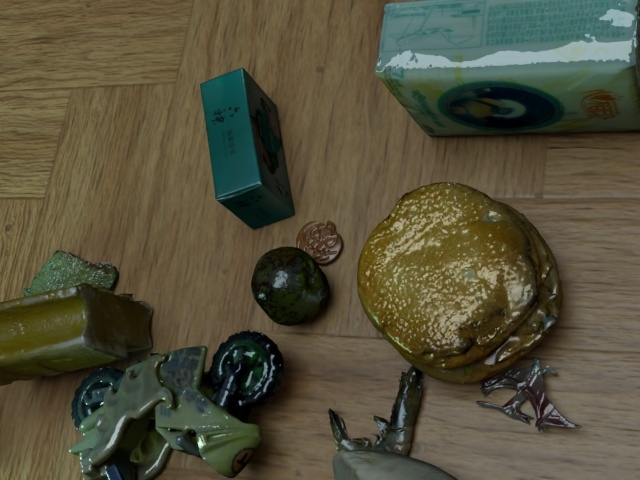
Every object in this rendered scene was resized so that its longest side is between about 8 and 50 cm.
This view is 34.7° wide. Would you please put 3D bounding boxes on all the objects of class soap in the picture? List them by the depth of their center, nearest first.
[{"bbox_3d":[-0.472,0.163,1.796,0.281,0.259,0.143,-14,76,18],"label":"soap"}]

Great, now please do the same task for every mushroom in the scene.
[{"bbox_3d":[0.160,0.397,1.511,0.350,0.128,0.128,19,78,24],"label":"mushroom"}]

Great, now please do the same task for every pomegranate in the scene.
[{"bbox_3d":[-0.054,0.067,1.736,0.125,0.138,0.163,-44,28,12],"label":"pomegranate"}]

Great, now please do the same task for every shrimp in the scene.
[{"bbox_3d":[0.087,0.271,1.644,0.147,0.035,0.195,10,76,28],"label":"shrimp"}]

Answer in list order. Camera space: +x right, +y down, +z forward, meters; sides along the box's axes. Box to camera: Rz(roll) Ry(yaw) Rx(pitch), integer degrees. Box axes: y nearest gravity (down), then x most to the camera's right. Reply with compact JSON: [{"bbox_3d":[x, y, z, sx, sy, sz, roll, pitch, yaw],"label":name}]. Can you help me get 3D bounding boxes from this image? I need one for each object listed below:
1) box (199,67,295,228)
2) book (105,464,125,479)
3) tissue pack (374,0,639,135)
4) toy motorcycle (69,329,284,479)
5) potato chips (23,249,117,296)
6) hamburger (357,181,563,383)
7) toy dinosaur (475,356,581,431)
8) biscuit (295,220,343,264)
[{"bbox_3d":[-0.131,-0.163,1.837,0.092,0.153,0.245,-18,65,15],"label":"box"},{"bbox_3d":[-0.256,0.496,1.581,0.025,0.191,0.269,-25,47,-14],"label":"book"},{"bbox_3d":[0.317,-0.273,1.621,0.387,0.287,0.162,1,76,23],"label":"tissue pack"},{"bbox_3d":[-0.245,0.293,1.700,0.410,0.169,0.237,-15,58,23],"label":"toy motorcycle"},{"bbox_3d":[-0.485,0.079,1.962,0.209,0.026,0.142,-25,65,14],"label":"potato chips"},{"bbox_3d":[0.218,0.067,1.590,0.290,0.170,0.314,-43,58,4],"label":"hamburger"},{"bbox_3d":[0.309,0.229,1.569,0.220,0.032,0.108,30,87,40],"label":"toy dinosaur"},{"bbox_3d":[0.000,0.000,1.796,0.091,0.015,0.078,27,82,29],"label":"biscuit"}]
